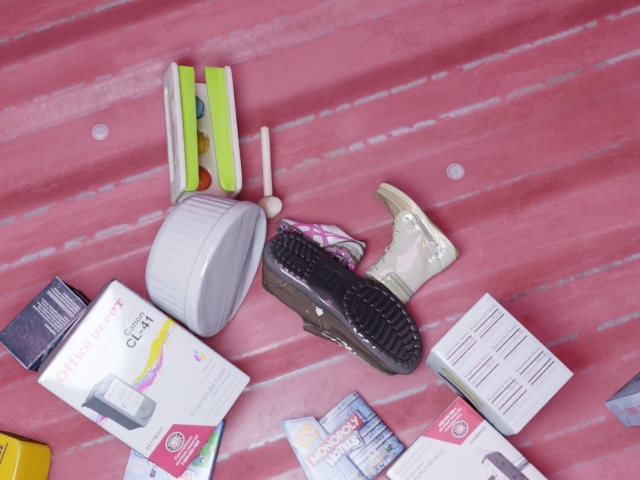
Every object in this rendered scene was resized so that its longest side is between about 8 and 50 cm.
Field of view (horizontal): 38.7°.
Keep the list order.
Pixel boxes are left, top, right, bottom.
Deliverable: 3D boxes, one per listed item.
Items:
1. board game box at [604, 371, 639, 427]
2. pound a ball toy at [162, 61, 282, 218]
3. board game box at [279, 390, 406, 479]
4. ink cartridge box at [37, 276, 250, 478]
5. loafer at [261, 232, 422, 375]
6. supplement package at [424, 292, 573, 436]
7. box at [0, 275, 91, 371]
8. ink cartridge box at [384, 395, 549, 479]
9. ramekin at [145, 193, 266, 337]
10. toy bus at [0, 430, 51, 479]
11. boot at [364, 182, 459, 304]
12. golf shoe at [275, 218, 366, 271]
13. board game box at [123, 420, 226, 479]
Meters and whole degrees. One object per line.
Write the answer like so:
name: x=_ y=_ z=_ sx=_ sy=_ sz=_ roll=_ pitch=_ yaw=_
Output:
board game box: x=0.666 y=0.193 z=1.578 sx=0.319 sy=0.318 sz=0.066 roll=-39 pitch=77 yaw=-6
pound a ball toy: x=-0.205 y=-0.187 z=1.843 sx=0.208 sy=0.136 sz=0.319 roll=-1 pitch=74 yaw=-23
board game box: x=0.025 y=0.379 z=1.702 sx=0.194 sy=0.060 sz=0.194 roll=-42 pitch=78 yaw=-7
ink cartridge box: x=-0.316 y=0.244 z=1.631 sx=0.306 sy=0.131 sz=0.226 roll=38 pitch=79 yaw=-13
loafer: x=0.036 y=0.132 z=1.746 sx=0.366 sy=0.130 sz=0.134 roll=40 pitch=49 yaw=6
supplement package: x=0.316 y=0.232 z=1.652 sx=0.149 sy=0.194 sz=0.203 roll=-44 pitch=77 yaw=-8
box: x=-0.506 y=0.168 z=1.739 sx=0.093 sy=0.156 sz=0.158 roll=42 pitch=82 yaw=11
ink cartridge box: x=0.280 y=0.448 z=1.640 sx=0.273 sy=0.114 sz=0.197 roll=43 pitch=81 yaw=12
ramekin: x=-0.216 y=0.036 z=1.701 sx=0.127 sy=0.273 sz=0.272 roll=21 pitch=78 yaw=15
toy bus: x=-0.606 y=0.524 z=1.668 sx=0.130 sy=0.108 sz=0.332 roll=12 pitch=76 yaw=21
boot: x=0.143 y=0.006 z=1.783 sx=0.165 sy=0.077 sz=0.213 roll=-42 pitch=81 yaw=-5
golf shoe: x=0.000 y=0.000 z=1.806 sx=0.186 sy=0.067 sz=0.086 roll=25 pitch=47 yaw=14
board game box: x=-0.283 y=0.429 z=1.718 sx=0.160 sy=0.039 sz=0.211 roll=11 pitch=77 yaw=6
